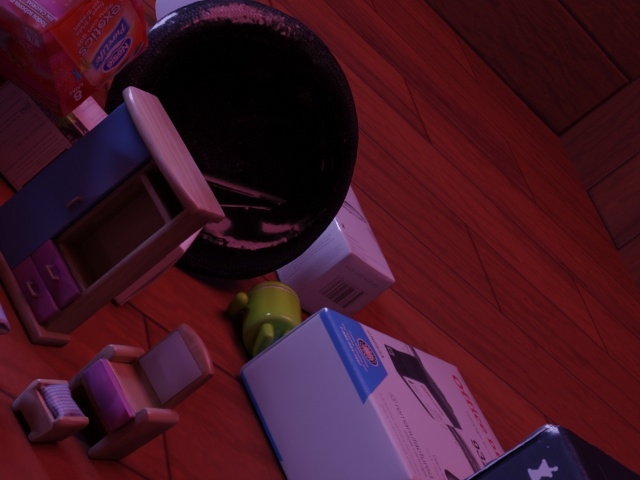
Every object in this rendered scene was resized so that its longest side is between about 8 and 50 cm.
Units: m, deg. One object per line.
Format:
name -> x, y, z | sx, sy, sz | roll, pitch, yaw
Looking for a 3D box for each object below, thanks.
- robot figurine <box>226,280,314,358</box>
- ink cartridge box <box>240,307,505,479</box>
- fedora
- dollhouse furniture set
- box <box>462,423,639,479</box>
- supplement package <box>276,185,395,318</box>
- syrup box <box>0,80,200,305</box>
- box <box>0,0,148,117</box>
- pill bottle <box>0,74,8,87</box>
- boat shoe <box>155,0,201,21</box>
robot figurine -> -0.054, 0.090, 1.782 | 0.101, 0.067, 0.115 | 15, 29, -12
ink cartridge box -> 0.081, 0.225, 1.750 | 0.307, 0.129, 0.223 | 27, 29, -54
fedora -> -0.123, -0.119, 1.815 | 0.334, 0.334, 0.152 | 40, -13, -34
dollhouse furniture set -> -0.232, 0.002, 1.282 | 0.286, 0.198, 0.303 | 59, 19, 22
box -> 0.314, 0.499, 1.520 | 0.472, 0.297, 0.480 | 36, 23, -45
supplement package -> 0.000, 0.000, 2.036 | 0.105, 0.105, 0.179 | 32, 25, -46
syrup box -> -0.230, -0.062, 1.586 | 0.237, 0.096, 0.093 | 48, 17, -8
box -> -0.293, -0.247, 1.492 | 0.257, 0.122, 0.128 | 36, -25, 21
pill bottle -> -0.266, -0.242, 1.639 | 0.121, 0.221, 0.121 | 46, 18, -19
boat shoe -> -0.145, -0.257, 2.242 | 0.228, 0.080, 0.076 | 47, 0, -8
